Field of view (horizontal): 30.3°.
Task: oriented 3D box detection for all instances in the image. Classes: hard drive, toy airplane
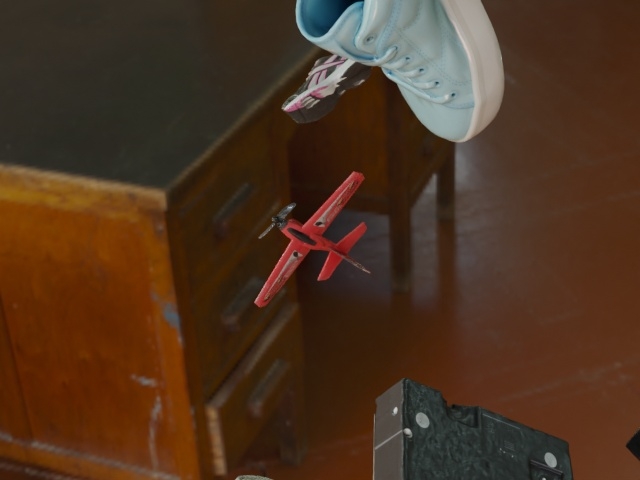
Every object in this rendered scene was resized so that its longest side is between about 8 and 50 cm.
[{"bbox_3d":[0.162,0.328,1.200,0.237,0.064,0.339,23,46,-24],"label":"hard drive"},{"bbox_3d":[0.000,0.000,1.060,0.151,0.151,0.028,-23,47,-29],"label":"toy airplane"}]

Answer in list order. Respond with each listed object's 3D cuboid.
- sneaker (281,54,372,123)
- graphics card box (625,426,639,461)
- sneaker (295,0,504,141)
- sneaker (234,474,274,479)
[{"bbox_3d":[0.005,-0.278,2.079,0.178,0.072,0.077,-34,52,-7],"label":"sneaker"},{"bbox_3d":[0.487,0.230,1.040,0.233,0.094,0.371,-39,71,-13],"label":"graphics card box"},{"bbox_3d":[0.045,-0.197,1.012,0.150,0.366,0.135,-42,46,-13],"label":"sneaker"},{"bbox_3d":[-0.143,0.378,1.494,0.108,0.169,0.292,38,19,21],"label":"sneaker"}]
